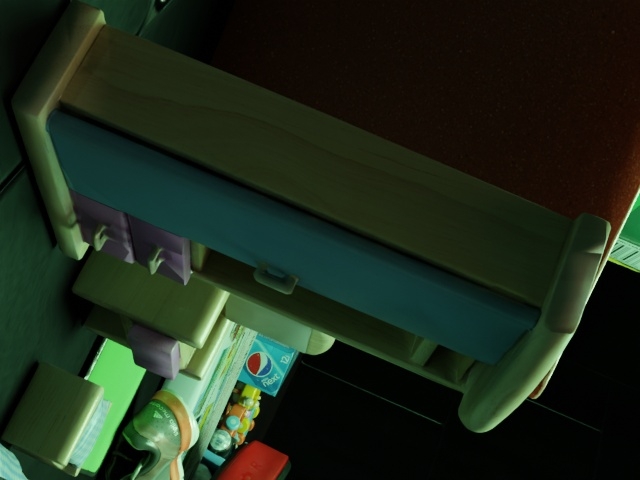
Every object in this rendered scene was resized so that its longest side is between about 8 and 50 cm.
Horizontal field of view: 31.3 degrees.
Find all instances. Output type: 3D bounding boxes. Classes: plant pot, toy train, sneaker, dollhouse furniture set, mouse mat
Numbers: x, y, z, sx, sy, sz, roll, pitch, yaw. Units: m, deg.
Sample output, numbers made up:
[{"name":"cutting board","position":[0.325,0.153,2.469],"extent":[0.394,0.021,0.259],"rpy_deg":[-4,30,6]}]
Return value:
[{"name":"plant pot","position":[0.073,-0.103,0.689],"extent":[0.267,0.236,0.267],"rpy_deg":[-50,164,-78]},{"name":"toy train","position":[-0.125,0.255,1.611],"extent":[0.166,0.046,0.125],"rpy_deg":[101,14,-60]},{"name":"toy train","position":[-0.140,0.291,1.354],"extent":[0.105,0.080,0.184],"rpy_deg":[-57,172,-35]},{"name":"sneaker","position":[-0.142,0.173,0.875],"extent":[0.065,0.061,0.158],"rpy_deg":[-29,151,-37]},{"name":"dollhouse furniture set","position":[-0.064,0.123,0.434],"extent":[0.286,0.198,0.303],"rpy_deg":[104,11,-68]},{"name":"mouse mat","position":[-0.127,0.079,0.741],"extent":[0.189,0.007,0.152],"rpy_deg":[104,10,-76]}]

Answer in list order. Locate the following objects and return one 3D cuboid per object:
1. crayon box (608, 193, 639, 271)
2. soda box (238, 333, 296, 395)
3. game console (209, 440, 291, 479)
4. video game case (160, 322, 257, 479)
[{"name":"crayon box","position":[0.204,-0.185,1.066],"extent":[0.106,0.363,0.313],"rpy_deg":[89,24,-80]},{"name":"soda box","position":[-0.062,0.144,1.617],"extent":[0.210,0.067,0.071],"rpy_deg":[-52,165,-75]},{"name":"game console","position":[-0.164,0.379,1.127],"extent":[0.386,0.060,0.342],"rpy_deg":[-52,171,-19]},{"name":"video game case","position":[-0.129,0.173,1.096],"extent":[0.300,0.036,0.329],"rpy_deg":[21,94,-87]}]
